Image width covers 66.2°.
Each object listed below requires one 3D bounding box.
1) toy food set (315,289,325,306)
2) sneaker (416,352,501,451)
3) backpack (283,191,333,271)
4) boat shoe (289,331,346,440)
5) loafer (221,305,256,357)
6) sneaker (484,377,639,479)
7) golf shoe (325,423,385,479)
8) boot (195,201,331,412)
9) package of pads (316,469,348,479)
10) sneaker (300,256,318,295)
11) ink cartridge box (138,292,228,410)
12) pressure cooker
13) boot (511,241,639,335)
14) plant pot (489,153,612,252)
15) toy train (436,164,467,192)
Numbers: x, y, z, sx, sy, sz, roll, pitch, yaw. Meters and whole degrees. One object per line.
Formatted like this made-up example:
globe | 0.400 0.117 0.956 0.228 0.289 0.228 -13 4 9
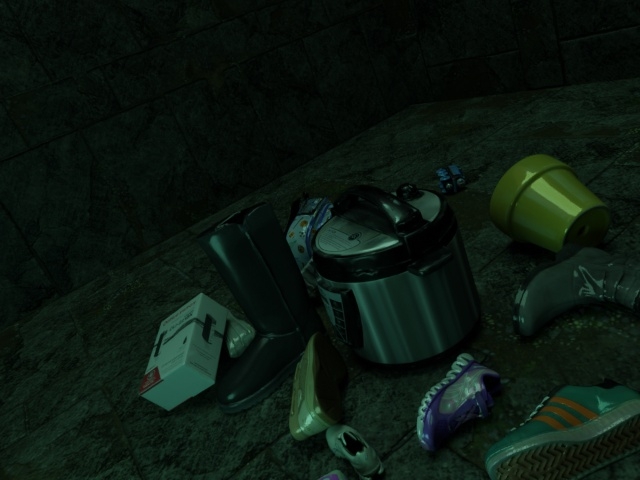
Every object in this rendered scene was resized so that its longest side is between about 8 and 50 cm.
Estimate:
toy food set | 0.080 0.135 1.546 0.232 0.104 0.111 -15 23 18
sneaker | 0.280 0.321 0.967 0.104 0.095 0.236 12 39 42
backpack | 0.000 0.000 1.766 0.213 0.276 0.263 -3 42 41
boat shoe | -0.019 0.331 1.170 0.110 0.121 0.341 -41 8 14
loafer | -0.314 0.286 1.560 0.111 0.112 0.319 -25 21 -31
sneaker | 0.406 0.322 0.833 0.302 0.108 0.121 -16 21 -6
golf shoe | 0.059 0.402 0.986 0.069 0.086 0.176 -34 23 -22
boot | -0.197 0.167 1.277 0.367 0.445 0.146 -34 25 -27
package of pads | -0.051 0.530 0.773 0.296 0.101 0.229 -25 22 -6
sneaker | 0.005 0.083 1.579 0.281 0.105 0.115 -36 4 21
ink cartridge box | -0.386 0.314 1.415 0.197 0.114 0.273 -35 30 23
pressure cooker | 0.176 0.057 1.223 0.370 0.420 0.375 -9 26 27
boot | 0.604 0.117 1.105 0.338 0.118 0.223 -38 32 -25
plant pot | 0.646 -0.080 1.361 0.254 0.254 0.239 -25 37 -8
toy train | 0.547 -0.258 2.052 0.105 0.080 0.184 -12 23 9
